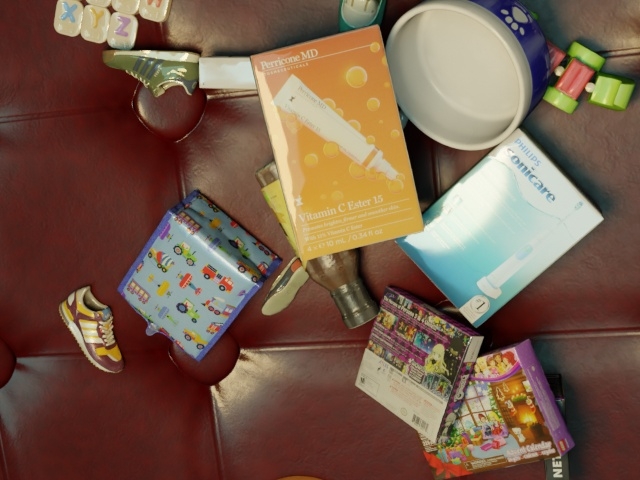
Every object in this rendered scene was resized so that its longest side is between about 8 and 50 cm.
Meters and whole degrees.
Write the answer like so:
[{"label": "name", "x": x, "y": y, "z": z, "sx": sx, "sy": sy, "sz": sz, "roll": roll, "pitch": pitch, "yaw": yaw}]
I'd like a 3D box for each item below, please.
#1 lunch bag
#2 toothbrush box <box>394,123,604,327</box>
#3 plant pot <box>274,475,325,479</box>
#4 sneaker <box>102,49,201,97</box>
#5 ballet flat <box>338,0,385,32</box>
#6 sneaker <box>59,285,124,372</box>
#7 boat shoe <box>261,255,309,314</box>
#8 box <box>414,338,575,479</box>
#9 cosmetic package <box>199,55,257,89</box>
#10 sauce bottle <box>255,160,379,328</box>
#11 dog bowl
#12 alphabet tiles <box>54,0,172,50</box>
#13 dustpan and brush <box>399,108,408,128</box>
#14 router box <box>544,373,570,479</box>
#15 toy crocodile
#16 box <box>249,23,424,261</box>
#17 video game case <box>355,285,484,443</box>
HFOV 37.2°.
[{"label": "lunch bag", "x": -0.257, "y": 0.091, "z": 1.844, "sx": 0.221, "sy": 0.138, "sz": 0.293, "roll": 40, "pitch": 116, "yaw": -1}, {"label": "toothbrush box", "x": 0.315, "y": -0.029, "z": 1.682, "sx": 0.216, "sy": 0.126, "sz": 0.295, "roll": 46, "pitch": 108, "yaw": 1}, {"label": "plant pot", "x": -0.048, "y": 0.640, "z": 1.866, "sx": 0.290, "sy": 0.203, "sz": 0.291, "roll": 2, "pitch": 103, "yaw": 11}, {"label": "sneaker", "x": -0.320, "y": -0.313, "z": 1.792, "sx": 0.192, "sy": 0.064, "sz": 0.086, "roll": 3, "pitch": 98, "yaw": 9}, {"label": "ballet flat", "x": 0.079, "y": -0.450, "z": 1.664, "sx": 0.083, "sy": 0.087, "sz": 0.247, "roll": 18, "pitch": 105, "yaw": 8}, {"label": "sneaker", "x": -0.448, "y": 0.181, "z": 1.924, "sx": 0.084, "sy": 0.069, "sz": 0.185, "roll": -36, "pitch": 93, "yaw": 22}, {"label": "boat shoe", "x": -0.070, "y": 0.087, "z": 1.836, "sx": 0.137, "sy": 0.049, "sz": 0.043, "roll": -51, "pitch": 46, "yaw": 19}, {"label": "box", "x": 0.289, "y": 0.312, "z": 1.716, "sx": 0.293, "sy": 0.057, "sz": 0.201, "roll": -27, "pitch": 84, "yaw": 44}, {"label": "cosmetic package", "x": -0.092, "y": -0.305, "z": 1.727, "sx": 0.239, "sy": 0.099, "sz": 0.060, "roll": 3, "pitch": 103, "yaw": 11}, {"label": "sauce bottle", "x": 0.000, "y": 0.000, "z": 1.764, "sx": 0.111, "sy": 0.111, "sz": 0.344, "roll": -27, "pitch": 93, "yaw": 16}, {"label": "dog bowl", "x": 0.243, "y": -0.290, "z": 1.585, "sx": 0.265, "sy": 0.104, "sz": 0.265, "roll": 26, "pitch": 139, "yaw": 25}, {"label": "alphabet tiles", "x": -0.409, "y": -0.512, "z": 1.793, "sx": 0.284, "sy": 0.021, "sz": 0.278, "roll": 17, "pitch": 105, "yaw": 9}, {"label": "dustpan and brush", "x": 0.117, "y": -0.152, "z": 1.742, "sx": 0.147, "sy": 0.060, "sz": 0.211, "roll": 27, "pitch": 113, "yaw": 19}, {"label": "router box", "x": 0.427, "y": 0.351, "z": 1.734, "sx": 0.046, "sy": 0.133, "sz": 0.179, "roll": -4, "pitch": 101, "yaw": 13}, {"label": "toy crocodile", "x": 0.372, "y": -0.314, "z": 1.619, "sx": 0.340, "sy": 0.105, "sz": 0.115, "roll": 32, "pitch": 106, "yaw": 5}, {"label": "box", "x": 0.025, "y": -0.167, "z": 1.596, "sx": 0.215, "sy": 0.168, "sz": 0.345, "roll": -15, "pitch": 102, "yaw": -1}, {"label": "video game case", "x": 0.174, "y": 0.223, "z": 1.737, "sx": 0.232, "sy": 0.041, "sz": 0.210, "roll": 29, "pitch": 108, "yaw": 47}]
